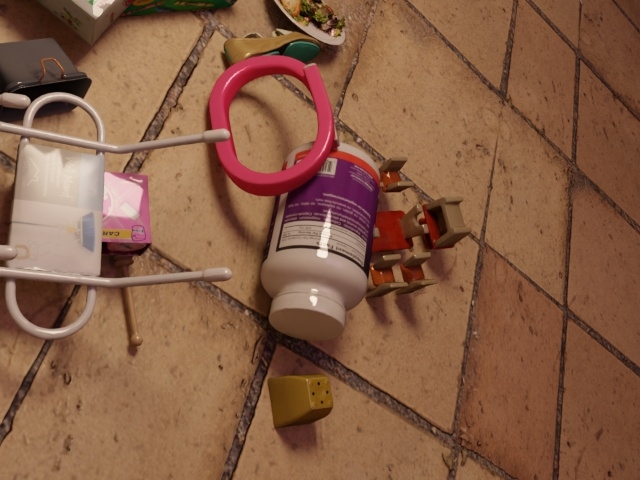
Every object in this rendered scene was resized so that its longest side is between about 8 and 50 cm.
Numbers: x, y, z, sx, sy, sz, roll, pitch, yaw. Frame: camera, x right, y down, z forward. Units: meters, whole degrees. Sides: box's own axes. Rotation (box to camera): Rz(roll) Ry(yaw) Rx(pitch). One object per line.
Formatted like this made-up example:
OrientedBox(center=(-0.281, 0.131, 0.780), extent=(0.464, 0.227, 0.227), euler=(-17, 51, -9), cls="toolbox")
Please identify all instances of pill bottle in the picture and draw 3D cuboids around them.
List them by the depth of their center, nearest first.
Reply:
OrientedBox(center=(0.000, 0.000, 1.275), extent=(0.181, 0.181, 0.323), euler=(29, 55, -30), cls="pill bottle")

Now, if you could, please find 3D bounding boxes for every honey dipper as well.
OrientedBox(center=(-0.281, 0.076, 1.090), extent=(0.030, 0.030, 0.161), euler=(1, 70, -42), cls="honey dipper")

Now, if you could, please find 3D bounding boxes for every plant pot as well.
OrientedBox(center=(-0.025, 0.254, 1.208), extent=(0.081, 0.083, 0.082), euler=(4, 68, -41), cls="plant pot")

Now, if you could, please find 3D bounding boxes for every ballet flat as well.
OrientedBox(center=(-0.092, -0.377, 1.438), extent=(0.232, 0.080, 0.073), euler=(-25, 75, -46), cls="ballet flat")

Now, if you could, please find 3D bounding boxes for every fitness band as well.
OrientedBox(center=(-0.083, -0.206, 1.276), extent=(0.054, 0.208, 0.291), euler=(71, 4, -59), cls="fitness band")

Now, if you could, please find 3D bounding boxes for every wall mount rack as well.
OrientedBox(center=(-0.280, -0.051, 0.967), extent=(0.304, 0.130, 0.350), euler=(8, 69, -28), cls="wall mount rack")

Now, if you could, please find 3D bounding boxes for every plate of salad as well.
OrientedBox(center=(-0.021, -0.485, 1.539), extent=(0.199, 0.048, 0.200), euler=(29, 36, -24), cls="plate of salad")

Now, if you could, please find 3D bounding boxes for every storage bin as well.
OrientedBox(center=(-0.417, -0.242, 1.075), extent=(0.135, 0.098, 0.091), euler=(-25, 79, -45), cls="storage bin")

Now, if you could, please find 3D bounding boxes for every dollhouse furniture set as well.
OrientedBox(center=(0.162, -0.022, 1.499), extent=(0.259, 0.135, 0.262), euler=(-4, 74, -31), cls="dollhouse furniture set")

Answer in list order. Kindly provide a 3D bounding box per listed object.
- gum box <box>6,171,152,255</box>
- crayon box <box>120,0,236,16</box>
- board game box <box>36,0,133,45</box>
OrientedBox(center=(-0.340, -0.040, 1.046), extent=(0.188, 0.062, 0.107), euler=(3, 70, -28), cls="gum box")
OrientedBox(center=(-0.272, -0.500, 1.322), extent=(0.278, 0.081, 0.165), euler=(-24, 88, -45), cls="crayon box")
OrientedBox(center=(-0.398, -0.484, 1.123), extent=(0.303, 0.097, 0.224), euler=(39, 67, -10), cls="board game box")
